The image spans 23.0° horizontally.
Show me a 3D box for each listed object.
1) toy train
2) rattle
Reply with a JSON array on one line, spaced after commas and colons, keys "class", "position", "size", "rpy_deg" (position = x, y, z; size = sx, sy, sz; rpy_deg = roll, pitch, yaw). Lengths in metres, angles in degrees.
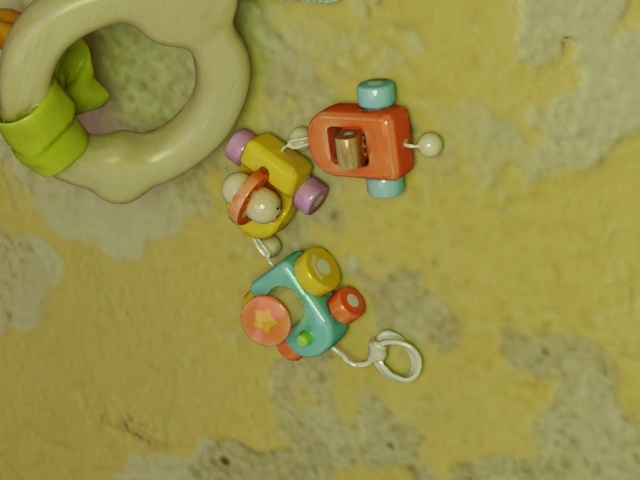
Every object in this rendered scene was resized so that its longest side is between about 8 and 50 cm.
[{"class": "toy train", "position": [0.000, 0.000, 0.796], "size": [0.125, 0.046, 0.166], "rpy_deg": [11, 117, 32]}, {"class": "rattle", "position": [-0.080, -0.126, 0.806], "size": [0.130, 0.143, 0.200], "rpy_deg": [33, 113, -16]}]
